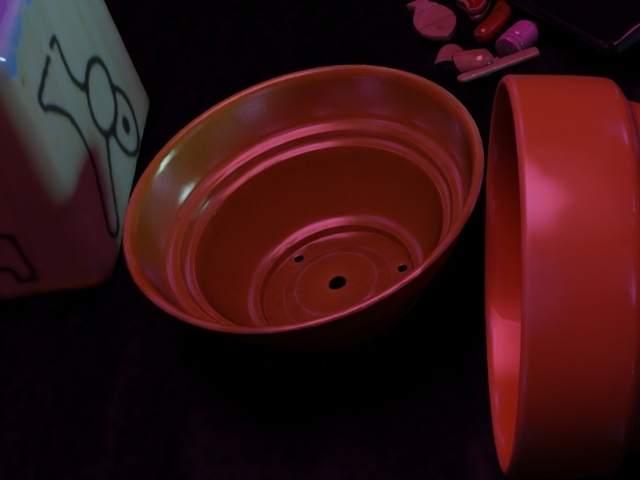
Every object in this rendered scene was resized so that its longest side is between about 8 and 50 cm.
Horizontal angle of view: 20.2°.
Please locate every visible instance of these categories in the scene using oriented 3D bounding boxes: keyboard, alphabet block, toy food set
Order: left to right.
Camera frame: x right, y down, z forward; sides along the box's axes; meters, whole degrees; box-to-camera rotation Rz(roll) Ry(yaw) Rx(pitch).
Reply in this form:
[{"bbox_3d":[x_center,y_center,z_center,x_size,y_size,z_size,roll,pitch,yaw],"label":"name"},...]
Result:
[{"bbox_3d":[-0.241,-0.089,1.174,0.193,0.197,0.192,-7,44,15],"label":"alphabet block"},{"bbox_3d":[0.108,-0.139,1.217,0.078,0.019,0.122,-19,35,2],"label":"toy food set"},{"bbox_3d":[0.179,-0.177,1.218,0.100,0.038,0.192,-39,40,-7],"label":"keyboard"}]

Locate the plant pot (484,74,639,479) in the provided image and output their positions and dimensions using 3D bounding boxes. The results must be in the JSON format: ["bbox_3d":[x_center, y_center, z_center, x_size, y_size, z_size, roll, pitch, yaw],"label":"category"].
[{"bbox_3d":[0.185,0.018,0.914,0.188,0.205,0.205,0,45,1],"label":"plant pot"}]

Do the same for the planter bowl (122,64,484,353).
[{"bbox_3d":[0.000,0.000,1.066,0.217,0.090,0.217,-12,44,11],"label":"planter bowl"}]
